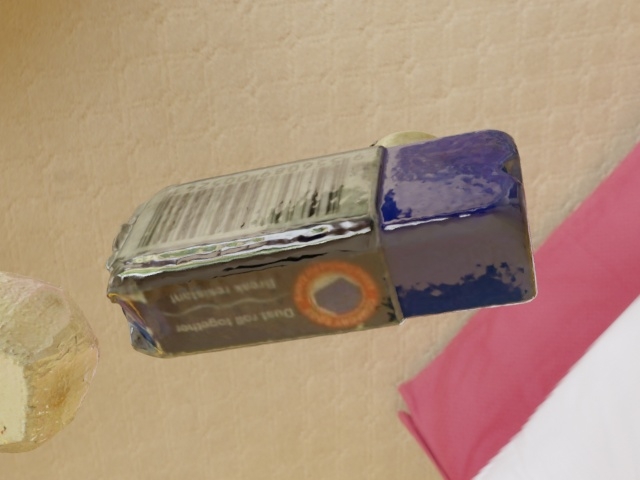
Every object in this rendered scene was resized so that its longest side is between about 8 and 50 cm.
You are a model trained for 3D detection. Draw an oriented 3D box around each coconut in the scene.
[{"bbox_3d":[-0.513,0.196,1.416,0.297,0.254,0.297,7,111,17],"label":"coconut"}]

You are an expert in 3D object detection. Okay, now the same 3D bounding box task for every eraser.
[{"bbox_3d":[0.000,0.000,0.703,0.332,0.155,0.101,-9,123,13],"label":"eraser"}]

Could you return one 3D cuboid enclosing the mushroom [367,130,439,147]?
[{"bbox_3d":[0.113,-0.072,1.144,0.154,0.122,0.154,-4,108,-12],"label":"mushroom"}]
